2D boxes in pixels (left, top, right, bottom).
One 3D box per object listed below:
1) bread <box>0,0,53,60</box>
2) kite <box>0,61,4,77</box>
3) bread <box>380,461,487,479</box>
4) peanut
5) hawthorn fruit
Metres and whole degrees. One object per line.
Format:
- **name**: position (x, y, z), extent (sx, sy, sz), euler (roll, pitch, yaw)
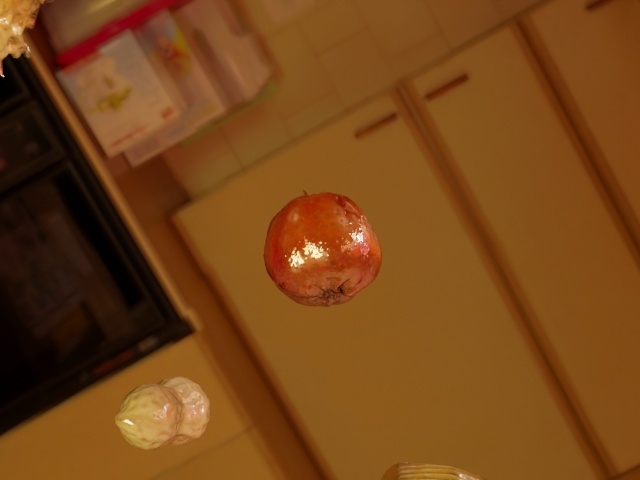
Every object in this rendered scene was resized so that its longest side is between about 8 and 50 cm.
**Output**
- **bread**: position (-0.305, -0.308, 1.088), extent (0.163, 0.204, 0.262), euler (4, 122, -51)
- **kite**: position (-0.584, -0.392, 1.860), extent (0.013, 0.377, 0.327), euler (-37, 164, 8)
- **bread**: position (0.110, 0.377, 1.444), extent (0.142, 0.227, 0.253), euler (12, -158, 1)
- **peanut**: position (-0.252, 0.284, 2.044), extent (0.123, 0.123, 0.257), euler (-29, 172, 9)
- **hawthorn fruit**: position (0.000, 0.000, 1.907), extent (0.179, 0.200, 0.179), euler (-6, 149, -4)
